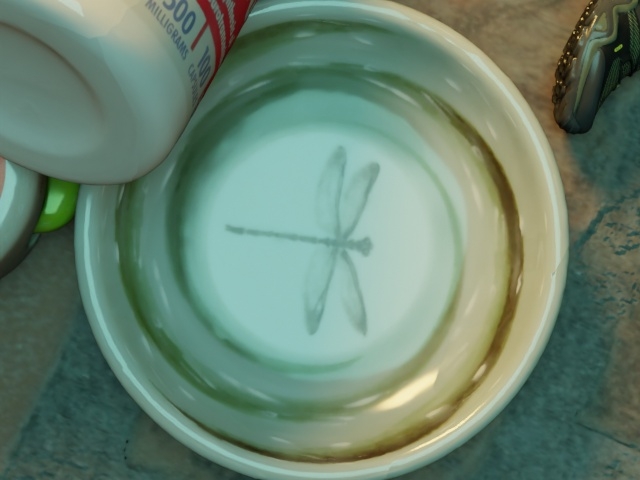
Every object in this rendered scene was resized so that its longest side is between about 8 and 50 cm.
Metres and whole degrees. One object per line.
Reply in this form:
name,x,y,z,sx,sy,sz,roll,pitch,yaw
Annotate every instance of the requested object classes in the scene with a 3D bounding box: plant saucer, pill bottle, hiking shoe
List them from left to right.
pill bottle,-0.132,-0.261,1.092,0.229,0.229,0.408,27,60,-3
plant saucer,0.000,0.000,1.204,0.400,0.100,0.401,0,87,-5
hiking shoe,0.283,-0.182,1.244,0.114,0.086,0.227,28,84,0

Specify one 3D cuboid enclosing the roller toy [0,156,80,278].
roller toy,-0.317,-0.049,1.157,0.209,0.146,0.191,-39,90,-5
